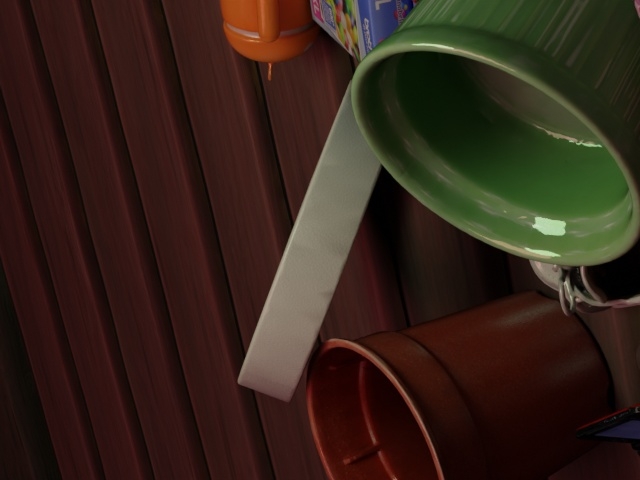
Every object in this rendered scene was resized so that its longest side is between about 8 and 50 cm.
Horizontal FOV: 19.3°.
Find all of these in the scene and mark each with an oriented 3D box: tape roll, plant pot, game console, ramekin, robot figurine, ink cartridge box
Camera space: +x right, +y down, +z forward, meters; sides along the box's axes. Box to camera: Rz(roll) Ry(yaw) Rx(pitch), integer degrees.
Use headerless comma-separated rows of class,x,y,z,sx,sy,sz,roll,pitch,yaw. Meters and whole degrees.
tape roll,0.000,0.000,2.218,0.072,0.392,0.392,20,143,-1
plant pot,0.168,0.192,2.123,0.272,0.265,0.272,42,143,42
game console,0.358,0.231,2.010,0.144,0.124,0.085,142,131,-61
ramekin,0.194,-0.128,1.759,0.303,0.148,0.303,27,154,14
robot figurine,-0.062,-0.316,2.327,0.158,0.128,0.219,32,135,45
ink cartridge box,0.049,-0.298,2.126,0.311,0.065,0.186,-132,30,-60

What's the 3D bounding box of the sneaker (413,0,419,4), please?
sneaker,0.143,-0.276,1.920,0.276,0.097,0.135,46,-155,-52

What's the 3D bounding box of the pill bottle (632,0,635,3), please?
pill bottle,0.271,-0.251,1.771,0.124,0.124,0.221,67,153,3

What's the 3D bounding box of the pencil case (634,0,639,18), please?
pencil case,0.371,-0.118,1.646,0.124,0.124,0.284,9,128,59

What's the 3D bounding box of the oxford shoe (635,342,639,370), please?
oxford shoe,0.391,0.137,1.859,0.271,0.098,0.097,11,118,59

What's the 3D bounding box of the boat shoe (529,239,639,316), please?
boat shoe,0.289,0.018,1.895,0.367,0.156,0.136,-2,107,61
